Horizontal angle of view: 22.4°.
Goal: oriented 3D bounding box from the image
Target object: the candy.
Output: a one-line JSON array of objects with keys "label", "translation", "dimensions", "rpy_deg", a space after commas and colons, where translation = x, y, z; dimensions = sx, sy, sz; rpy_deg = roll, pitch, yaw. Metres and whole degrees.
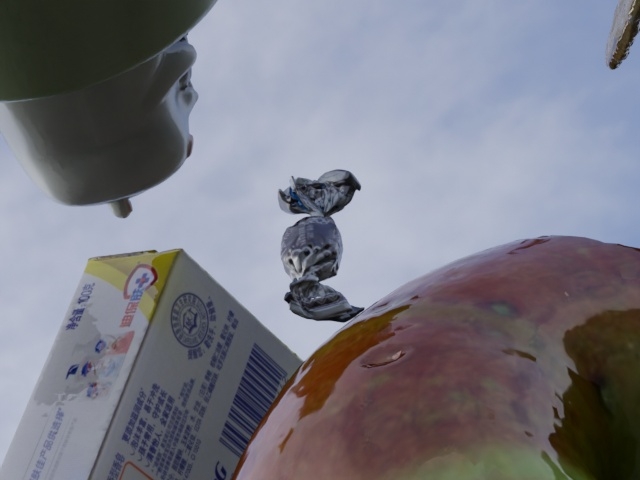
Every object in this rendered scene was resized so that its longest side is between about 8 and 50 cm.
[{"label": "candy", "translation": [0.000, 0.000, 1.542], "dimensions": [0.094, 0.226, 0.051], "rpy_deg": [6, -53, 0]}]

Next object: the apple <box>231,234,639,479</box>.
[{"label": "apple", "translation": [0.109, 0.175, 0.643], "dimensions": [0.339, 0.339, 0.340], "rpy_deg": [-25, -35, -19]}]

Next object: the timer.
[{"label": "timer", "translation": [-0.170, -0.151, 1.071], "dimensions": [0.290, 0.291, 0.315], "rpy_deg": [-28, -43, -14]}]

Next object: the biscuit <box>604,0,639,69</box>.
[{"label": "biscuit", "translation": [0.192, -0.158, 0.965], "dimensions": [0.120, 0.015, 0.120], "rpy_deg": [18, -90, -86]}]

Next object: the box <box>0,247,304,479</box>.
[{"label": "box", "translation": [-0.127, 0.156, 1.159], "dimensions": [0.097, 0.265, 0.168], "rpy_deg": [-9, -39, 37]}]
